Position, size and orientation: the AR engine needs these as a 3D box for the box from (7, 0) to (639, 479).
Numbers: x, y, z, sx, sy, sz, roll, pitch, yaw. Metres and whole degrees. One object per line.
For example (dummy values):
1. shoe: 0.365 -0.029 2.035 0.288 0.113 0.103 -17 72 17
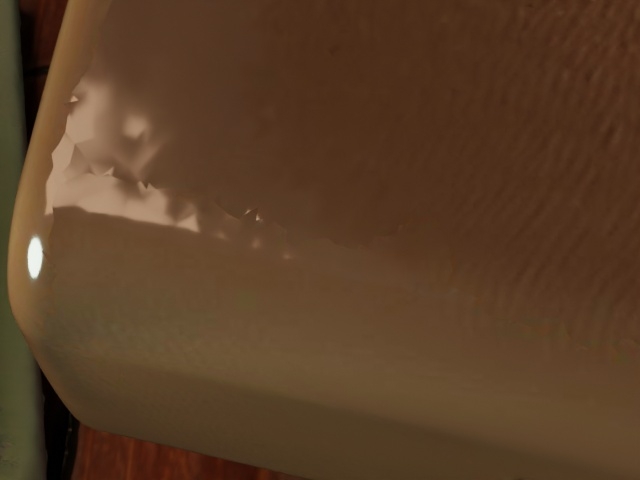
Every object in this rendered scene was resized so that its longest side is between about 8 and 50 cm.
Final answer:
1. box: 0.040 -0.076 0.539 0.229 0.239 0.339 11 72 1

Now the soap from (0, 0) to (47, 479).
1. soap: -0.305 -0.038 0.817 0.261 0.156 0.446 -22 60 20
